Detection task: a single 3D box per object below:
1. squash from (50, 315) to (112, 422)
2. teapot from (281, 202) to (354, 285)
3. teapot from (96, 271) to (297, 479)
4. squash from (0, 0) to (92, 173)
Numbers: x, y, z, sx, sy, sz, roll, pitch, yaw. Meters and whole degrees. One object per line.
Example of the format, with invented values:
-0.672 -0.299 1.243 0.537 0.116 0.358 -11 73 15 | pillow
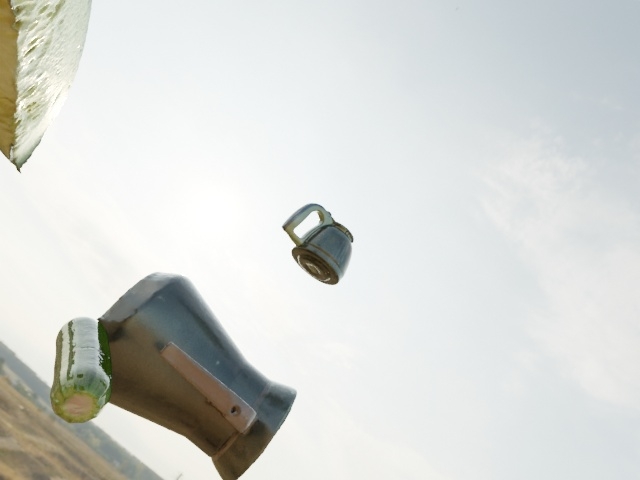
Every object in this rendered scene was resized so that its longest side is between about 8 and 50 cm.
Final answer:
-0.292 0.150 0.558 0.066 0.066 0.229 56 -16 -24 | squash
-0.001 0.005 0.880 0.149 0.108 0.111 37 -26 2 | teapot
-0.226 0.233 0.798 0.344 0.253 0.300 39 -22 -1 | teapot
-0.217 -0.151 0.360 0.169 0.093 0.252 17 -35 12 | squash
